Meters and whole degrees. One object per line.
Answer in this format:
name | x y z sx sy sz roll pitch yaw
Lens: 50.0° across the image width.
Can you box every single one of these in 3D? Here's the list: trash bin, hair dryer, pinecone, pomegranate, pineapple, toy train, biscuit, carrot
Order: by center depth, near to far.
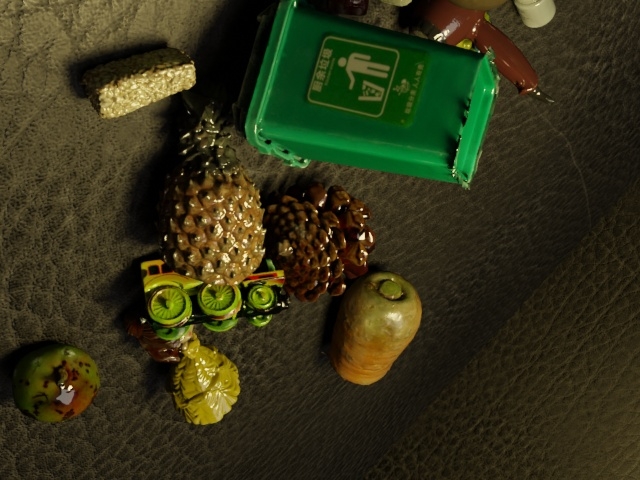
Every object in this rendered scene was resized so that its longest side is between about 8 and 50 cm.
biscuit | -0.272 -0.241 1.040 0.168 0.082 0.070 -28 146 -26
trash bin | 0.083 -0.222 1.141 0.295 0.381 0.259 16 91 -70
pineapple | -0.190 -0.100 1.215 0.202 0.202 0.361 -16 124 -38
pomegranate | -0.503 0.290 1.313 0.156 0.156 0.220 -22 143 -32
toy train | -0.211 0.101 1.351 0.296 0.160 0.100 -6 149 -16
hair dryer | 0.374 -0.421 1.369 0.312 0.340 0.123 -45 -178 -11
pinecone | 0.002 -0.010 1.468 0.264 0.264 0.264 -29 144 -24
carrot | 0.148 0.246 1.927 0.224 0.224 0.340 -19 142 -35

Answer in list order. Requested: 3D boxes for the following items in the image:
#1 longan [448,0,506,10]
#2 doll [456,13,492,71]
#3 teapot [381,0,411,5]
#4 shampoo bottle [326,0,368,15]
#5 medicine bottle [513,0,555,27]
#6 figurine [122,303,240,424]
longan | 0.274 -0.502 1.197 0.198 0.198 0.212 -52 -178 10
doll | 0.284 -0.346 1.554 0.341 0.099 0.346 3 118 -61
teapot | 0.152 -0.530 1.208 0.107 0.077 0.200 -50 158 -42
shampoo bottle | 0.067 -0.520 1.075 0.118 0.076 0.314 -11 126 -30
medicine bottle | 0.479 -0.548 1.550 0.080 0.080 0.130 -50 147 7
figurine | -0.294 0.238 1.487 0.315 0.168 0.187 75 21 -45
